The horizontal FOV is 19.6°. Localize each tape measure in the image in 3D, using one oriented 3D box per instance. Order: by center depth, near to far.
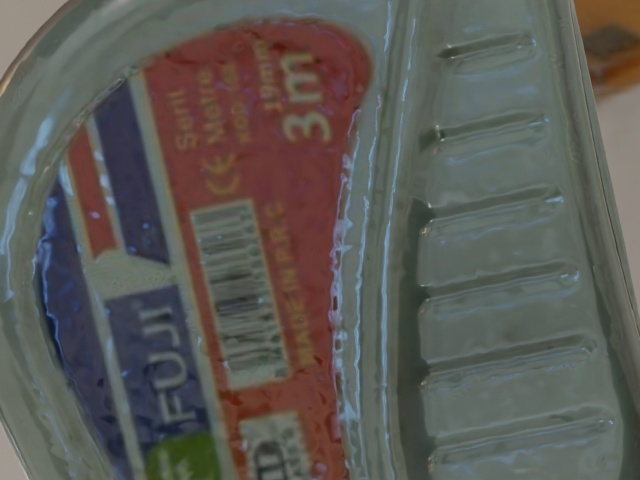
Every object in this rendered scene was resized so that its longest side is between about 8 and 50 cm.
[{"bbox_3d":[0.001,0.000,0.638,0.246,0.243,0.125,-11,-173,9],"label":"tape measure"}]
